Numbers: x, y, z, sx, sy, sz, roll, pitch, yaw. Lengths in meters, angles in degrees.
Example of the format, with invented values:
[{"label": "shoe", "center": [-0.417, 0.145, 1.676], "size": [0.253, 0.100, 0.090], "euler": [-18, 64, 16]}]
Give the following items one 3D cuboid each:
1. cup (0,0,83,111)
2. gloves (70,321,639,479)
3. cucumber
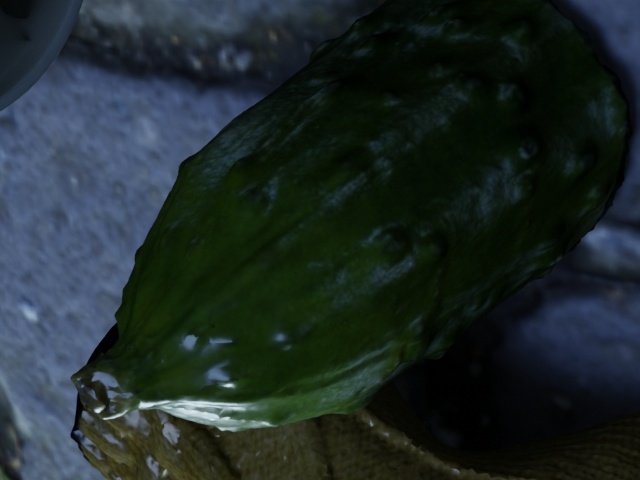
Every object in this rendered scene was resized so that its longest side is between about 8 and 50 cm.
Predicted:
[{"label": "cup", "center": [-0.227, -0.170, 0.805], "size": [0.226, 0.185, 0.241], "euler": [6, 84, 38]}, {"label": "gloves", "center": [0.056, 0.145, 0.776], "size": [0.356, 0.155, 0.203], "euler": [26, 146, 11]}, {"label": "cucumber", "center": [0.002, -0.001, 0.681], "size": [0.134, 0.244, 0.134], "euler": [22, 130, 30]}]
